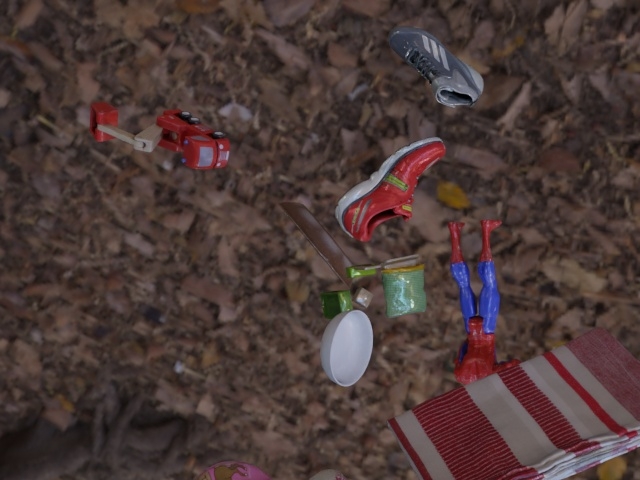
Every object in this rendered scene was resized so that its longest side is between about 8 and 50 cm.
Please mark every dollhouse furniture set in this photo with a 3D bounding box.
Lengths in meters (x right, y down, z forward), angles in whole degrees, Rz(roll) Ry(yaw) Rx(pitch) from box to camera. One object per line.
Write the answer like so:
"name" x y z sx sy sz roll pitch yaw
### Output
"dollhouse furniture set" 0.079 0.064 1.294 0.151 0.076 0.058 -10 -177 -24

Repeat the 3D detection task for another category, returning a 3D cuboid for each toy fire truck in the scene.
"toy fire truck" -0.237 -0.153 1.513 0.192 0.135 0.047 34 124 40

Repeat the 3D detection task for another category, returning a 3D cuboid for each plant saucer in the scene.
"plant saucer" 0.000 0.000 1.828 0.199 0.036 0.198 50 178 2

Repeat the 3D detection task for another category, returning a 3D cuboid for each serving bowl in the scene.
"serving bowl" 0.024 0.115 1.126 0.027 0.083 0.083 7 142 35

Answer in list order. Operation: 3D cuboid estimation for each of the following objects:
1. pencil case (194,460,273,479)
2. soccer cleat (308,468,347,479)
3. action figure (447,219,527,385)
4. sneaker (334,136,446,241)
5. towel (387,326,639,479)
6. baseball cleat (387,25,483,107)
"pencil case" -0.026 0.413 1.255 0.386 0.160 0.167 25 150 49
"soccer cleat" -0.022 0.494 1.877 0.116 0.331 0.143 -33 105 19
"action figure" 0.252 0.113 1.539 0.091 0.281 0.139 -3 177 33
"sneaker" 0.164 -0.100 2.164 0.118 0.279 0.107 49 180 22
"towel" 0.267 0.222 1.317 0.328 0.237 0.037 -22 113 -6
"baseball cleat" 0.207 -0.319 1.903 0.205 0.109 0.072 30 133 2
